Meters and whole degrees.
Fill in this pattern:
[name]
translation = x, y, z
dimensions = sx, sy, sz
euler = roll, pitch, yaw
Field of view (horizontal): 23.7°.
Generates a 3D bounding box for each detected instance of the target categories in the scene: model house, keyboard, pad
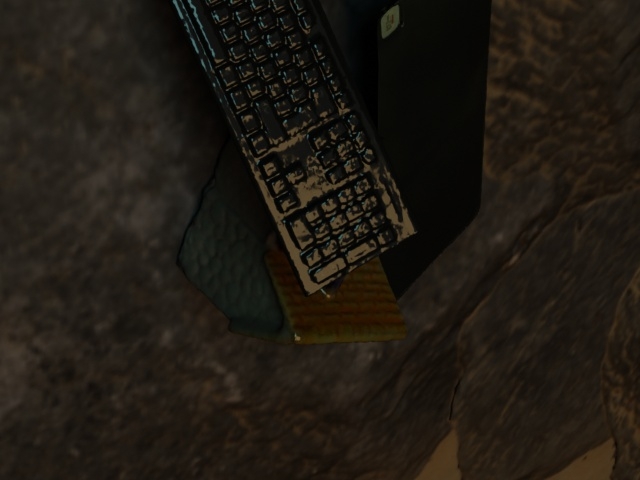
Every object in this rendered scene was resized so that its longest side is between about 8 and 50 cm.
[model house]
translation = 0.000, 0.000, 0.758
dimensions = 0.087, 0.100, 0.101
euler = 3, 118, -43
[keyboard]
translation = -0.020, -0.079, 0.670
dimensions = 0.067, 0.011, 0.202
euler = -30, 106, -19
[pad]
translation = 0.061, -0.060, 0.810
dimensions = 0.116, 0.004, 0.193
euler = -44, 144, -39
